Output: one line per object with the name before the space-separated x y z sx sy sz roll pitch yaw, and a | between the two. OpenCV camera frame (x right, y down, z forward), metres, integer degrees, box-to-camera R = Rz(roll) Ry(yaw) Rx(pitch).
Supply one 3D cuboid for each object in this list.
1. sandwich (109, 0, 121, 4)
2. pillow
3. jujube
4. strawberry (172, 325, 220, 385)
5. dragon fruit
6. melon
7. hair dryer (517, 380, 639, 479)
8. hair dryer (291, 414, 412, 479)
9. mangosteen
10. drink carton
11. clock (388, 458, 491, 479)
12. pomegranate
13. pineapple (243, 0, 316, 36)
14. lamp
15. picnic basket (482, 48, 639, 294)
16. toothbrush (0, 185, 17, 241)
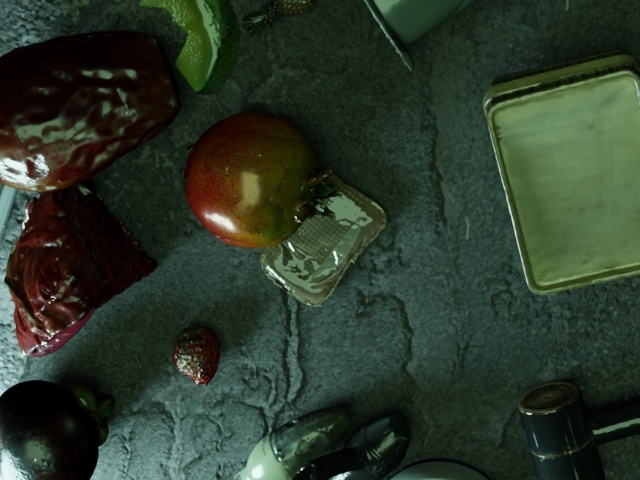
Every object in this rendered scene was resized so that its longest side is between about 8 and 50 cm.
sandwich | -0.346 -0.480 1.851 0.094 0.096 0.258 -28 103 11
pillow | 0.002 0.002 1.970 0.135 0.034 0.211 34 111 -4
jujube | -0.374 -0.200 1.872 0.318 0.223 0.223 -20 103 -1
strawberry | -0.203 0.192 2.042 0.083 0.083 0.096 -4 115 11
dragon fruit | -0.370 0.046 1.931 0.240 0.330 0.302 -9 104 -10
melon | -0.196 -0.331 1.887 0.118 0.064 0.209 -32 97 22
hair dryer | 0.502 0.295 1.948 0.352 0.107 0.189 -15 106 8
hair dryer | 0.006 0.373 1.979 0.235 0.271 0.091 -48 62 28
mangosteen | -0.454 0.335 2.074 0.216 0.216 0.216 3 108 9
drink carton | 0.141 -0.375 1.748 0.189 0.185 0.191 -32 106 12
clock | 0.199 0.481 2.061 0.230 0.083 0.230 3 106 10
pomegranate | -0.090 -0.089 1.868 0.235 0.210 0.210 8 108 15
pineapple | -0.069 -0.349 1.863 0.124 0.058 0.058 -22 102 20
lamp | -0.046 0.351 2.052 0.250 0.101 0.101 -37 98 17
picnic basket | 0.376 -0.110 1.801 0.228 0.175 0.313 -13 109 13
toothbrush | -0.502 -0.108 2.025 0.030 0.025 0.342 24 109 9
